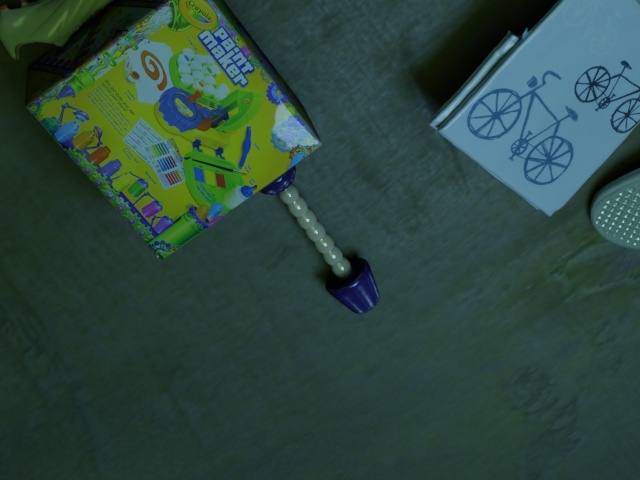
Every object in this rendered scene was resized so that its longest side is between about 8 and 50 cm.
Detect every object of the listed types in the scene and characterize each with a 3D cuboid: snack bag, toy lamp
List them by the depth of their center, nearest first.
[{"bbox_3d":[0.363,-0.221,1.982,0.342,0.037,0.323,-47,134,13],"label":"snack bag"},{"bbox_3d":[0.000,0.000,2.041,0.080,0.080,0.275,-35,116,6],"label":"toy lamp"}]

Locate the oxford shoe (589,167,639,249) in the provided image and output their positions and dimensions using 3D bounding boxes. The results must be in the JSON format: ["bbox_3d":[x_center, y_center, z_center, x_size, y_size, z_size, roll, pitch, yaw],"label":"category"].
[{"bbox_3d":[0.636,-0.107,2.100,0.449,0.130,0.169,-21,125,16],"label":"oxford shoe"}]

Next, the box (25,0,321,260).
[{"bbox_3d":[-0.201,-0.184,1.855,0.279,0.177,0.290,-35,116,6],"label":"box"}]

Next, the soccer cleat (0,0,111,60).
[{"bbox_3d":[-0.340,-0.304,1.827,0.196,0.068,0.076,-19,94,5],"label":"soccer cleat"}]
